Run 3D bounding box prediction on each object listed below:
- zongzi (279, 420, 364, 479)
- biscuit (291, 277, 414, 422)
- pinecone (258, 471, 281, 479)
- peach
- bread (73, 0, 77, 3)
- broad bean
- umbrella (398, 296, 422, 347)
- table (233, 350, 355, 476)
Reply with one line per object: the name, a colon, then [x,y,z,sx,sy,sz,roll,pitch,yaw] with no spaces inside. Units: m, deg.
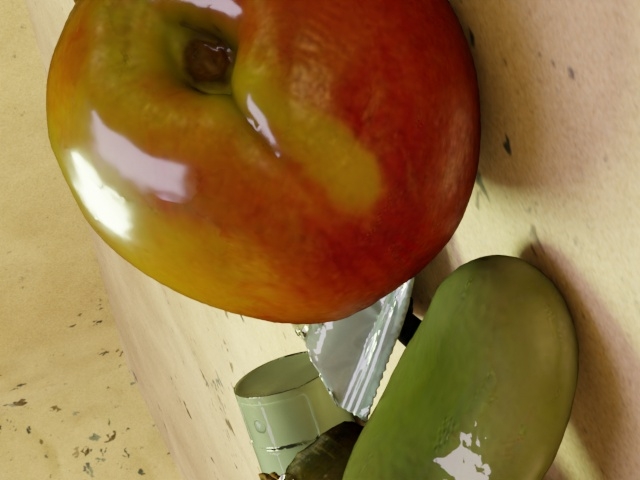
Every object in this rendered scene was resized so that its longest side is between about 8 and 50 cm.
zongzi: [0.117,0.317,1.256,0.289,0.154,0.317,37,158,43]
biscuit: [0.002,-0.004,1.328,0.309,0.079,0.186,54,127,52]
pinecone: [0.009,0.330,1.543,0.243,0.257,0.243,-13,73,54]
peach: [-0.035,-0.084,1.027,0.308,0.308,0.332,63,-179,18]
bread: [-0.180,-0.244,1.664,0.416,0.113,0.165,43,152,57]
broad bean: [0.103,0.136,1.054,0.263,0.121,0.189,-64,25,13]
umbrella: [0.044,0.056,1.363,0.248,0.071,0.071,-134,26,-60]
table: [-0.010,0.254,1.746,0.126,0.126,0.220,-154,44,-70]
